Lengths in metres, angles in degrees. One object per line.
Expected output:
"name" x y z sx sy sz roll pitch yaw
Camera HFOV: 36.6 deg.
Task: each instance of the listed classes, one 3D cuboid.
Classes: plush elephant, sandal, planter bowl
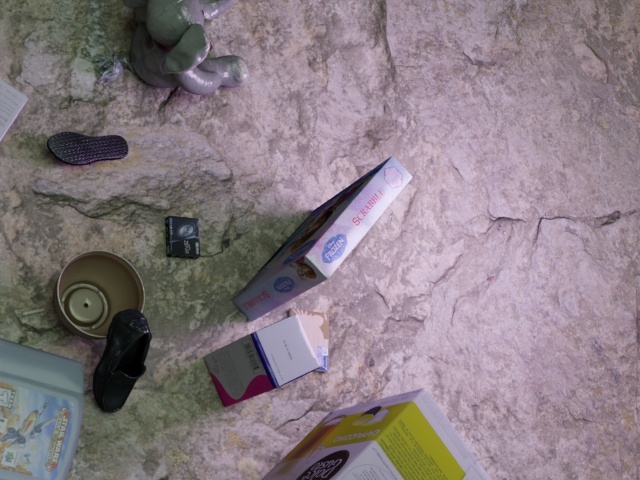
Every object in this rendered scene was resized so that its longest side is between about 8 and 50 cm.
"plush elephant" -0.285 -0.435 1.965 0.330 0.255 0.271 -28 89 -36
"sandal" -0.459 -0.176 1.899 0.179 0.040 0.067 -6 81 -49
"planter bowl" -0.416 0.110 1.770 0.162 0.109 0.162 12 66 -28

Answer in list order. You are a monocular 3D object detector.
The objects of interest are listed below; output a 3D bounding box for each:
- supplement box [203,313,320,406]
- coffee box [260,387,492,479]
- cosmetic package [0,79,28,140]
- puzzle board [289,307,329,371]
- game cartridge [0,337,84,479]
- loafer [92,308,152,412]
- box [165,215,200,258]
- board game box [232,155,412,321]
"supplement box" -0.116 0.232 1.846 0.114 0.220 0.111 -20 85 -37
"coffee box" 0.097 0.526 1.797 0.334 0.338 0.338 -38 95 -36
"cosmetic package" -0.642 -0.191 1.755 0.117 0.085 0.231 32 57 -18
"puzzle board" -0.025 0.210 2.041 0.096 0.011 0.128 12 67 -30
"game cartridge" -0.516 0.329 1.661 0.198 0.062 0.297 19 63 -21
"loafer" -0.349 0.225 1.712 0.076 0.223 0.078 -9 40 -42
"box" -0.278 -0.006 1.956 0.067 0.018 0.083 6 69 -30
"board game box" 0.000 0.000 1.946 0.066 0.319 0.318 46 54 -8
